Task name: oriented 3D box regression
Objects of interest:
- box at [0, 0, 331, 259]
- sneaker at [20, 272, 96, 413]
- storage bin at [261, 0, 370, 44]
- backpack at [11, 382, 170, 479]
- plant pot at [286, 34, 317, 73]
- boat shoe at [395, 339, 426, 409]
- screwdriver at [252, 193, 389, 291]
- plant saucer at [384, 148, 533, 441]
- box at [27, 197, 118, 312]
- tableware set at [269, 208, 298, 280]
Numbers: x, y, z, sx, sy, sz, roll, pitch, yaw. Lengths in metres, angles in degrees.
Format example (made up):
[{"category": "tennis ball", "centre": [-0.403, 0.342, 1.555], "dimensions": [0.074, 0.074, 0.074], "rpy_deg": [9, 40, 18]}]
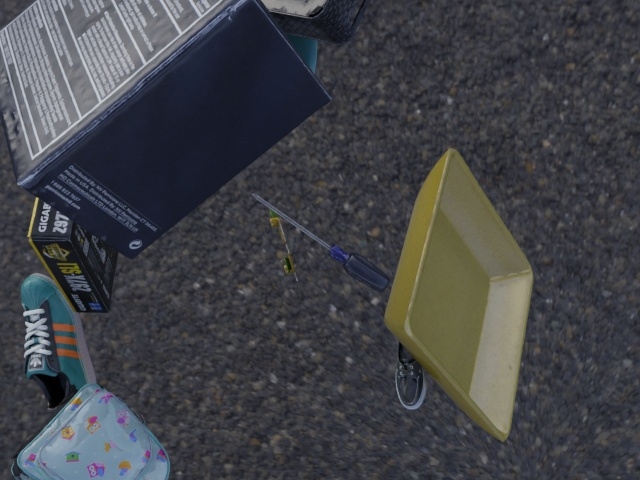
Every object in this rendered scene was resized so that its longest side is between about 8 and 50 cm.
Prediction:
[{"category": "box", "centre": [-0.192, -0.192, 0.907], "dimensions": [0.294, 0.183, 0.296], "rpy_deg": [-38, 49, 8]}, {"category": "sneaker", "centre": [-0.573, 0.222, 1.698], "dimensions": [0.108, 0.121, 0.302], "rpy_deg": [-11, 105, 25]}, {"category": "storage bin", "centre": [-0.016, -0.394, 1.271], "dimensions": [0.180, 0.084, 0.122], "rpy_deg": [24, 87, 40]}, {"category": "backpack", "centre": [-0.305, 0.311, 1.117], "dimensions": [0.188, 0.144, 0.166], "rpy_deg": [47, 54, -10]}, {"category": "plant pot", "centre": [-0.166, -0.386, 1.569], "dimensions": [0.235, 0.293, 0.293], "rpy_deg": [6, 74, 21]}, {"category": "boat shoe", "centre": [0.139, 0.193, 1.265], "dimensions": [0.049, 0.040, 0.142], "rpy_deg": [-5, 74, 22]}, {"category": "screwdriver", "centre": [0.000, 0.000, 0.830], "dimensions": [0.170, 0.025, 0.024], "rpy_deg": [35, 100, -3]}, {"category": "plant saucer", "centre": [0.210, 0.087, 1.228], "dimensions": [0.081, 0.333, 0.333], "rpy_deg": [-9, 47, 36]}, {"category": "box", "centre": [-0.449, -0.039, 1.518], "dimensions": [0.079, 0.322, 0.257], "rpy_deg": [0, 63, -2]}, {"category": "tableware set", "centre": [-0.085, 0.011, 1.760], "dimensions": [0.024, 0.154, 0.104], "rpy_deg": [-18, 27, -3]}]
